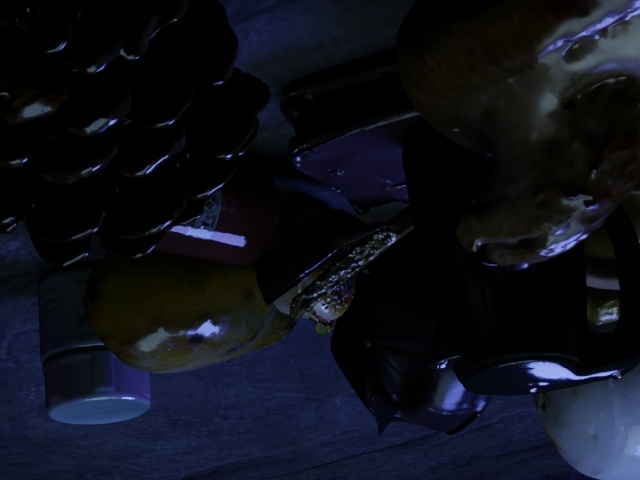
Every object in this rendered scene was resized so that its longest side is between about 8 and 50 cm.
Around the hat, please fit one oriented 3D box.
[{"bbox_3d":[0.073,0.122,1.653,0.209,0.238,0.336,0,168,-21],"label":"hat"}]

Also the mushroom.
[{"bbox_3d":[0.237,-0.126,0.991,0.345,0.260,0.345,-3,157,-1],"label":"mushroom"}]

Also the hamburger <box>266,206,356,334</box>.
[{"bbox_3d":[-0.005,0.033,1.511,0.081,0.141,0.126,0,173,23],"label":"hamburger"}]

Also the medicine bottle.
[{"bbox_3d":[-0.269,0.125,1.630,0.135,0.168,0.135,-5,160,-2],"label":"medicine bottle"}]

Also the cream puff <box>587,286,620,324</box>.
[{"bbox_3d":[0.361,0.038,1.642,0.146,0.146,0.116,-15,156,23],"label":"cream puff"}]

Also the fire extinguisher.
[{"bbox_3d":[-0.185,-0.060,1.272,0.337,0.106,0.147,11,141,-40],"label":"fire extinguisher"}]

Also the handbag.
[{"bbox_3d":[0.089,-0.102,1.280,0.203,0.074,0.216,-15,159,23],"label":"handbag"}]

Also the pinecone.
[{"bbox_3d":[-0.175,-0.112,0.991,0.244,0.244,0.309,-11,143,12],"label":"pinecone"}]

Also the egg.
[{"bbox_3d":[0.456,0.172,1.821,0.345,0.283,0.283,-15,159,-2],"label":"egg"}]

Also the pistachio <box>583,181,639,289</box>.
[{"bbox_3d":[0.365,-0.054,1.286,0.321,0.229,0.238,-13,-171,28],"label":"pistachio"}]

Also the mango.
[{"bbox_3d":[-0.140,0.066,1.551,0.176,0.176,0.329,27,-174,14],"label":"mango"}]

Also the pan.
[{"bbox_3d":[0.009,-0.007,1.361,0.202,0.048,0.128,-37,-179,38],"label":"pan"}]

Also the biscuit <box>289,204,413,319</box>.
[{"bbox_3d":[0.068,-0.004,1.421,0.237,0.026,0.131,-35,175,-31],"label":"biscuit"}]

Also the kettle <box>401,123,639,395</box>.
[{"bbox_3d":[0.178,0.019,1.191,0.202,0.232,0.144,-2,159,-12],"label":"kettle"}]
